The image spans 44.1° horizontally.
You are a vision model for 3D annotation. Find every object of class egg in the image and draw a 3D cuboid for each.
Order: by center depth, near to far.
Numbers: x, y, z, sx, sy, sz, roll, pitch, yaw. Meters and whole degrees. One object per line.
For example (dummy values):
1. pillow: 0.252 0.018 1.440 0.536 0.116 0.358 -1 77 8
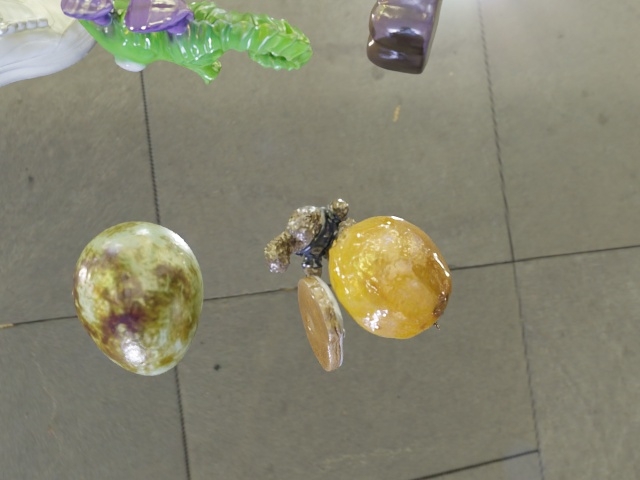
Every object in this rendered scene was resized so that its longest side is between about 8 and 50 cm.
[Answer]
1. egg: -0.336 0.108 1.474 0.238 0.238 0.289 -7 85 -23

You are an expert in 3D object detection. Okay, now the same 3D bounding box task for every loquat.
1. loquat: 0.120 0.064 1.318 0.234 0.176 0.187 45 89 -5

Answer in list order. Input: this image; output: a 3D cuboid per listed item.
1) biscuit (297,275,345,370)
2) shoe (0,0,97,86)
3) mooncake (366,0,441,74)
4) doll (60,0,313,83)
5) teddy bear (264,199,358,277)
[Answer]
1. biscuit: 0.006 0.163 1.587 0.049 0.181 0.208 -17 134 -13
2. shoe: -0.422 -0.275 1.011 0.316 0.159 0.124 -40 79 -22
3. mooncake: 0.197 -0.531 1.773 0.154 0.306 0.305 11 79 6
4. doll: -0.091 -0.138 0.534 0.115 0.190 0.050 16 87 -53
5. teddy bear: -0.011 -0.014 1.660 0.251 0.182 0.129 10 37 -47
